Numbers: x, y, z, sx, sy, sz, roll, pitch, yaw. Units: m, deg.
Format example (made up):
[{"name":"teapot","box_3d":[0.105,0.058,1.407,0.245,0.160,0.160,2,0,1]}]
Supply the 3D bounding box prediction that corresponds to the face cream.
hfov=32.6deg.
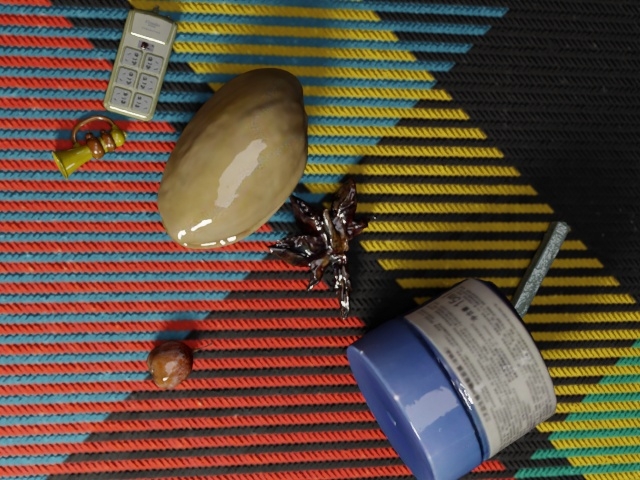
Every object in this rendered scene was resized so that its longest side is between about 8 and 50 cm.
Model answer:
[{"name":"face cream","box_3d":[0.194,0.206,1.605,0.225,0.249,0.249,-28,98,-10]}]

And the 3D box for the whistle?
[{"name":"whistle","box_3d":[-0.335,-0.138,1.581,0.109,0.057,0.046,-34,144,-19]}]

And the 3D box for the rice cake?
[{"name":"rice cake","box_3d":[0.346,0.046,1.744,0.029,0.033,0.171,28,87,-9]}]

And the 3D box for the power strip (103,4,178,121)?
[{"name":"power strip","box_3d":[-0.259,-0.262,1.591,0.076,0.028,0.169,15,89,-13]}]

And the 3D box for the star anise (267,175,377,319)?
[{"name":"star anise","box_3d":[-0.001,0.000,1.650,0.157,0.053,0.212,16,91,-14]}]

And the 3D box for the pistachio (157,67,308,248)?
[{"name":"pistachio","box_3d":[-0.118,-0.115,1.565,0.181,0.162,0.293,35,88,5]}]

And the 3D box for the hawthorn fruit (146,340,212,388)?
[{"name":"hawthorn fruit","box_3d":[-0.203,0.173,1.605,0.103,0.067,0.067,-28,98,-13]}]
